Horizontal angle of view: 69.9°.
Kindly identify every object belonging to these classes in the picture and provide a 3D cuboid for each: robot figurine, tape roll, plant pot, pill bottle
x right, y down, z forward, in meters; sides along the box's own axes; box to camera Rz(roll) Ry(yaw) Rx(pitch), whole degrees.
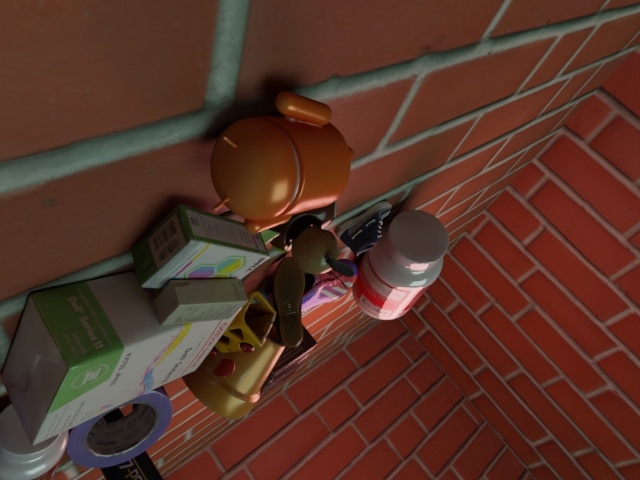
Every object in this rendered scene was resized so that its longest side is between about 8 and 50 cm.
[{"bbox_3d":[-0.047,-0.097,0.585,0.158,0.128,0.219,-27,175,39],"label":"robot figurine"},{"bbox_3d":[-0.389,0.334,0.879,0.188,0.080,0.189,-22,130,-28],"label":"tape roll"},{"bbox_3d":[-0.190,0.272,1.070,0.188,0.205,0.205,-47,162,3],"label":"plant pot"},{"bbox_3d":[0.245,0.082,1.442,0.229,0.229,0.408,-32,161,-23],"label":"pill bottle"},{"bbox_3d":[-0.491,0.348,0.757,0.121,0.121,0.216,-19,154,-48],"label":"pill bottle"}]

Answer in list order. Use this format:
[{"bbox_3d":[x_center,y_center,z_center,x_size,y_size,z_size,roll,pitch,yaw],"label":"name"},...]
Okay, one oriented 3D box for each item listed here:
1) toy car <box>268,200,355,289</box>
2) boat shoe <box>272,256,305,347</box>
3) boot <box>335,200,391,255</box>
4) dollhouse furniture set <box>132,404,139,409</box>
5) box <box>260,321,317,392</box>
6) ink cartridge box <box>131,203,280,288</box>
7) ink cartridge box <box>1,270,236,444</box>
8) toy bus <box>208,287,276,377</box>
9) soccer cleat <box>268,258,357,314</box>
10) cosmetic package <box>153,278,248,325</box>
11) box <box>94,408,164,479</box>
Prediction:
[{"bbox_3d":[0.000,0.000,0.806,0.149,0.188,0.155,-36,162,-13],"label":"toy car"},{"bbox_3d":[-0.077,0.138,1.054,0.073,0.207,0.073,1,-176,-15],"label":"boat shoe"},{"bbox_3d":[0.131,-0.029,1.172,0.190,0.086,0.069,-30,160,-29],"label":"boot"},{"bbox_3d":[-0.427,0.305,0.972,0.081,0.091,0.114,-3,163,41],"label":"dollhouse furniture set"},{"bbox_3d":[-0.150,0.307,1.278,0.168,0.167,0.203,-24,157,-41],"label":"box"},{"bbox_3d":[-0.151,0.023,0.672,0.109,0.062,0.209,-37,153,22],"label":"ink cartridge box"},{"bbox_3d":[-0.269,0.146,0.725,0.353,0.119,0.207,-15,149,-53],"label":"ink cartridge box"},{"bbox_3d":[-0.196,0.167,0.947,0.202,0.191,0.104,-38,119,-10],"label":"toy bus"},{"bbox_3d":[-0.003,0.111,1.218,0.318,0.109,0.116,-23,151,-38],"label":"soccer cleat"},{"bbox_3d":[-0.169,0.086,0.652,0.115,0.041,0.060,5,141,-48],"label":"cosmetic package"},{"bbox_3d":[-0.437,0.569,1.079,0.097,0.318,0.395,-28,158,-32],"label":"box"}]
